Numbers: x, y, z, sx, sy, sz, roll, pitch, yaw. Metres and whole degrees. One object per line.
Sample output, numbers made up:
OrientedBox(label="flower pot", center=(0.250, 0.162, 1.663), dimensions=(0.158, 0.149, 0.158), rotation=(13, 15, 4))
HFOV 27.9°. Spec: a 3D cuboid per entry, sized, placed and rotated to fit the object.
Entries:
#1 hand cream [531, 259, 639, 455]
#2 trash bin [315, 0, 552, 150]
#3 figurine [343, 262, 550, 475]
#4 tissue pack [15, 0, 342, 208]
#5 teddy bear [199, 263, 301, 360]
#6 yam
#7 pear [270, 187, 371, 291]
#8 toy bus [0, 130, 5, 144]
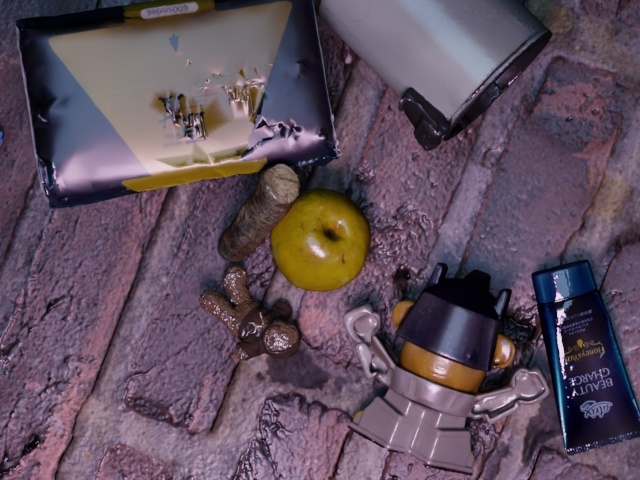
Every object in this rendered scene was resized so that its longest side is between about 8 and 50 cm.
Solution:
OrientedBox(label="hand cream", center=(0.379, 0.167, 1.856), dimensions=(0.120, 0.061, 0.270), rotation=(-15, 93, 0))
OrientedBox(label="trash bin", center=(0.161, -0.306, 1.817), dimensions=(0.262, 0.217, 0.277), rotation=(46, 67, 6))
OrientedBox(label="figurine", center=(0.175, 0.178, 1.827), dimensions=(0.308, 0.143, 0.308), rotation=(-1, 100, -8))
OrientedBox(label="tissue pack", center=(-0.191, -0.207, 1.807), dimensions=(0.417, 0.253, 0.264), rotation=(-9, 95, -4))
OrientedBox(label="teddy bear", center=(-0.101, 0.122, 1.893), dimensions=(0.160, 0.078, 0.119), rotation=(39, 57, 13))
OrientedBox(label="yam", center=(-0.092, -0.030, 1.805), dimensions=(0.061, 0.274, 0.061), rotation=(7, 67, -18))
OrientedBox(label="pear", center=(0.000, 0.000, 1.849), dimensions=(0.149, 0.162, 0.149), rotation=(2, 78, -11))
OrientedBox(label="toy bus", center=(-0.635, -0.193, 1.933), dimensions=(0.297, 0.131, 0.106), rotation=(26, 90, 7))
